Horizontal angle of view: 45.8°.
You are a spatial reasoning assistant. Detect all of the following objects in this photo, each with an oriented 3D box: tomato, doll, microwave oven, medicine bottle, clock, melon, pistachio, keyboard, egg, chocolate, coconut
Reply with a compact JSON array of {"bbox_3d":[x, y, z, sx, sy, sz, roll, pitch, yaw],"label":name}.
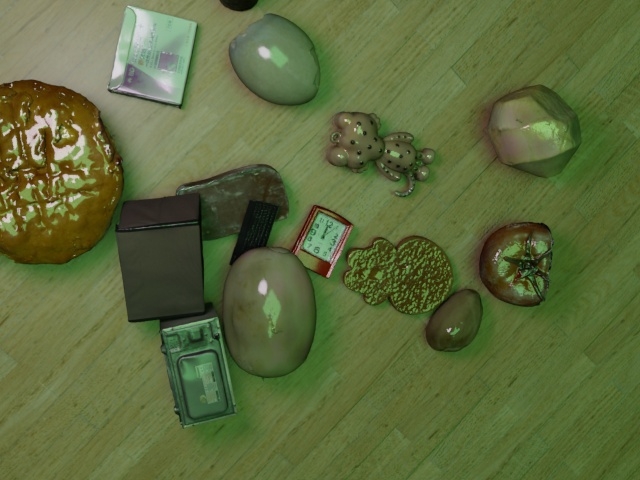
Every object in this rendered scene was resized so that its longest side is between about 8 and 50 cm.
[{"bbox_3d":[0.478,0.058,1.904,0.155,0.181,0.214,2,92,-6],"label":"tomato"},{"bbox_3d":[0.146,-0.214,1.845,0.278,0.119,0.154,24,93,-22],"label":"doll"},{"bbox_3d":[-0.290,0.291,1.775,0.145,0.194,0.241,-11,101,-8],"label":"microwave oven"},{"bbox_3d":[-0.384,-0.420,1.743,0.171,0.052,0.201,12,93,-12],"label":"medicine bottle"},{"bbox_3d":[0.000,0.000,1.863,0.113,0.061,0.155,27,88,-13],"label":"clock"},{"bbox_3d":[-0.119,0.171,1.774,0.223,0.223,0.317,-2,96,-11],"label":"melon"},{"bbox_3d":[0.348,0.208,1.935,0.185,0.126,0.108,-50,145,-5],"label":"pistachio"},{"bbox_3d":[-0.159,-0.009,1.805,0.074,0.015,0.197,9,123,-20],"label":"keyboard"},{"bbox_3d":[-0.094,-0.402,1.732,0.183,0.183,0.217,-40,102,-4],"label":"egg"},{"bbox_3d":[-0.210,-0.102,1.792,0.253,0.080,0.157,-16,124,-2],"label":"chocolate"},{"bbox_3d":[0.521,-0.257,1.851,0.197,0.237,0.237,-23,100,-2],"label":"coconut"}]

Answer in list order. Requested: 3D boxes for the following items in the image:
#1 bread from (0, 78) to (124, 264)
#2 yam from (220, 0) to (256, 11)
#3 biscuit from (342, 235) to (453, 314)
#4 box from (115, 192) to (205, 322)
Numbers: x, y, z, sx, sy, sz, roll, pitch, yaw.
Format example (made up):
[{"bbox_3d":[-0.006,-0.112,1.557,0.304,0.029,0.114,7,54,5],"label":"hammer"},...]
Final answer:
[{"bbox_3d":[-0.610,-0.145,1.650,0.398,0.215,0.398,-1,96,-11],"label":"bread"},{"bbox_3d":[-0.181,-0.580,1.689,0.107,0.194,0.107,-1,96,-8],"label":"yam"},{"bbox_3d":[0.197,0.086,1.918,0.288,0.044,0.202,3,95,-10],"label":"biscuit"},{"bbox_3d":[-0.353,0.035,1.708,0.188,0.153,0.252,-6,123,-7],"label":"box"}]
